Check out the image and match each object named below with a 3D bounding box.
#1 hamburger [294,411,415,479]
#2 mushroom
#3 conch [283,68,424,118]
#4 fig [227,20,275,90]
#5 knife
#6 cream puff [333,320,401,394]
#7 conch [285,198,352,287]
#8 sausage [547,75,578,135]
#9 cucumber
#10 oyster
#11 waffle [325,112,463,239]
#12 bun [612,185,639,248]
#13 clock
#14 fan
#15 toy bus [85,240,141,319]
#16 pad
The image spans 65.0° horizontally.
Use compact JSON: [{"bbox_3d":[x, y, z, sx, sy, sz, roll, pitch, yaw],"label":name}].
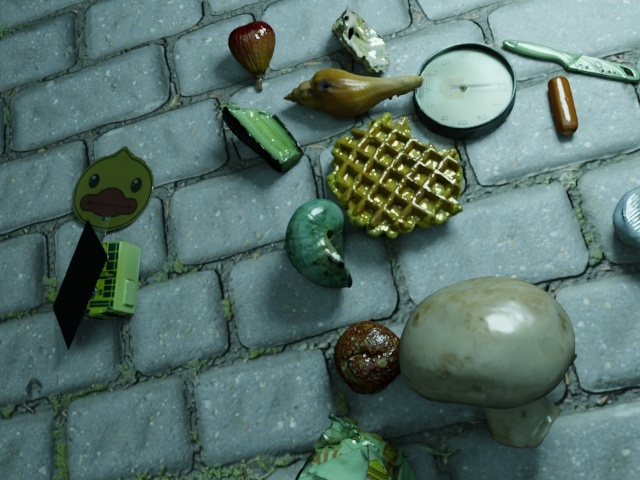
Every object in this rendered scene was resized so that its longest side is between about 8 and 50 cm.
[{"bbox_3d":[0.059,0.436,0.930,0.214,0.125,0.235,-31,74,-2],"label":"hamburger"},{"bbox_3d":[0.290,0.216,0.869,0.298,0.297,0.290,-16,96,9],"label":"mushroom"},{"bbox_3d":[0.066,-0.342,1.140,0.330,0.093,0.109,0,84,25],"label":"conch"},{"bbox_3d":[-0.175,-0.462,1.237,0.119,0.119,0.153,13,85,16],"label":"fig"},{"bbox_3d":[0.540,-0.392,1.095,0.293,0.020,0.043,21,79,17],"label":"knife"},{"bbox_3d":[0.094,0.232,0.996,0.149,0.084,0.149,-4,74,15],"label":"cream puff"},{"bbox_3d":[-0.002,0.003,1.055,0.122,0.176,0.188,-23,46,29],"label":"conch"},{"bbox_3d":[0.512,-0.282,1.059,0.039,0.041,0.131,-3,74,-10],"label":"sausage"},{"bbox_3d":[-0.135,-0.239,1.182,0.193,0.115,0.085,43,131,15],"label":"cucumber"},{"bbox_3d":[0.088,-0.465,1.189,0.209,0.133,0.072,55,136,7],"label":"oyster"},{"bbox_3d":[0.162,-0.143,1.080,0.282,0.058,0.300,-29,67,-6],"label":"waffle"},{"bbox_3d":[0.626,-0.036,0.945,0.141,0.083,0.140,-7,64,14],"label":"bun"},{"bbox_3d":[0.318,-0.335,1.116,0.226,0.049,0.226,-4,74,14],"label":"clock"},{"bbox_3d":[-0.538,-0.085,1.271,0.230,0.011,0.335,6,75,15],"label":"fan"},{"bbox_3d":[-0.479,0.093,1.167,0.101,0.088,0.175,-5,74,14],"label":"toy bus"},{"bbox_3d":[-0.552,0.099,1.151,0.159,0.009,0.265,45,113,38],"label":"pad"}]
